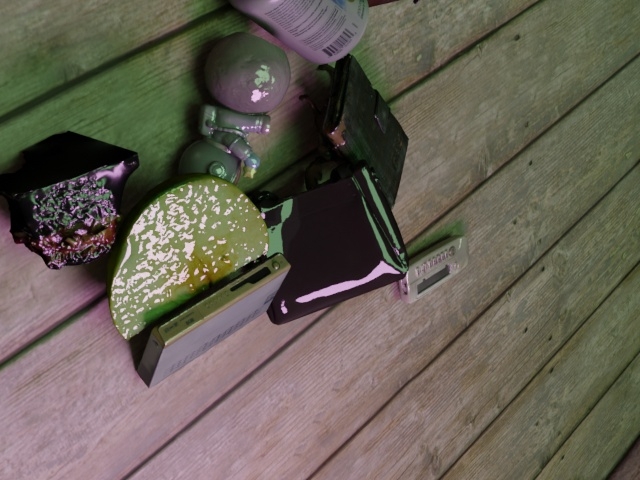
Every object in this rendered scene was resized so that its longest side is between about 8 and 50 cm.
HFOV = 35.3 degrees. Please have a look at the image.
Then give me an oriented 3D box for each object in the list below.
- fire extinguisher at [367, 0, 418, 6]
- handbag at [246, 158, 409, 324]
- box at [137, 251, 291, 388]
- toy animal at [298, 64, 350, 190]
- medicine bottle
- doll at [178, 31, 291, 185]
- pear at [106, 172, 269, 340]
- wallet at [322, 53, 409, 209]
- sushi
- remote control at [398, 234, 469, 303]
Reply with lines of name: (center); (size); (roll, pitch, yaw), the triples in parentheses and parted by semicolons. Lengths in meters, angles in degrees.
fire extinguisher: (0.143, -0.499, 1.933); (0.344, 0.102, 0.138); (-24, 151, -43)
handbag: (0.000, 0.000, 1.832); (0.285, 0.113, 0.257); (-20, 117, 2)
box: (-0.182, 0.133, 1.694); (0.270, 0.045, 0.211); (-33, 166, -30)
toy animal: (0.025, -0.205, 1.884); (0.214, 0.093, 0.186); (-58, 146, -31)
medicine bottle: (-0.056, -0.421, 1.673); (0.288, 0.157, 0.157); (27, 81, -49)
doll: (-0.151, -0.196, 1.661); (0.151, 0.151, 0.287); (18, 94, -50)
pear: (-0.239, -0.017, 1.561); (0.288, 0.139, 0.239); (-32, 149, -19)
wallet: (0.091, -0.196, 1.883); (0.317, 0.044, 0.169); (46, 51, -55)
sushi: (-0.366, -0.043, 1.448); (0.172, 0.153, 0.151); (-40, 137, -42)
remote control: (0.252, 0.058, 2.254); (0.230, 0.049, 0.090); (-28, 122, -41)
